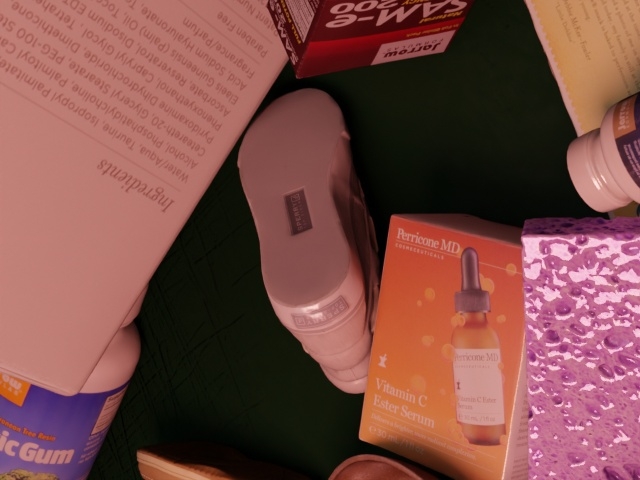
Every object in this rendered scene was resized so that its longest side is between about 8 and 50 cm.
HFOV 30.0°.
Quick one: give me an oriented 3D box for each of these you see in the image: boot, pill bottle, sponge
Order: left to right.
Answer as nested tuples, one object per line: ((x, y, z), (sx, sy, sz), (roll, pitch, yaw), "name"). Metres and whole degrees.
((-0.266, 0.131, 1.164), (0.152, 0.152, 0.272), (44, 120, 34), "pill bottle")
((-0.089, 0.271, 1.056), (0.213, 0.077, 0.165), (9, 100, 42), "boot")
((0.000, 0.000, 0.947), (0.095, 0.123, 0.258), (-15, 44, 11), "boot")
((0.187, 0.087, 0.744), (0.117, 0.031, 0.210), (1, 113, 17), "sponge")
((0.204, -0.059, 0.686), (0.120, 0.067, 0.067), (-26, 74, 42), "pill bottle")

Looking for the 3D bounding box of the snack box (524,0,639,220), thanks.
((0.230, -0.151, 0.748), (0.187, 0.060, 0.322), (-31, 70, 41), "snack box")

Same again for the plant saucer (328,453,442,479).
((0.091, 0.295, 0.844), (0.310, 0.050, 0.311), (36, 133, 51), "plant saucer")

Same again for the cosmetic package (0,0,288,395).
((-0.285, -0.149, 0.965), (0.329, 0.327, 0.394), (30, 88, 41), "cosmetic package")

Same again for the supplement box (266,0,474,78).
((0.055, -0.210, 0.800), (0.239, 0.130, 0.073), (118, 135, -62), "supplement box")

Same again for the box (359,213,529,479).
((0.113, 0.074, 0.845), (0.130, 0.091, 0.170), (15, 102, 42), "box")
